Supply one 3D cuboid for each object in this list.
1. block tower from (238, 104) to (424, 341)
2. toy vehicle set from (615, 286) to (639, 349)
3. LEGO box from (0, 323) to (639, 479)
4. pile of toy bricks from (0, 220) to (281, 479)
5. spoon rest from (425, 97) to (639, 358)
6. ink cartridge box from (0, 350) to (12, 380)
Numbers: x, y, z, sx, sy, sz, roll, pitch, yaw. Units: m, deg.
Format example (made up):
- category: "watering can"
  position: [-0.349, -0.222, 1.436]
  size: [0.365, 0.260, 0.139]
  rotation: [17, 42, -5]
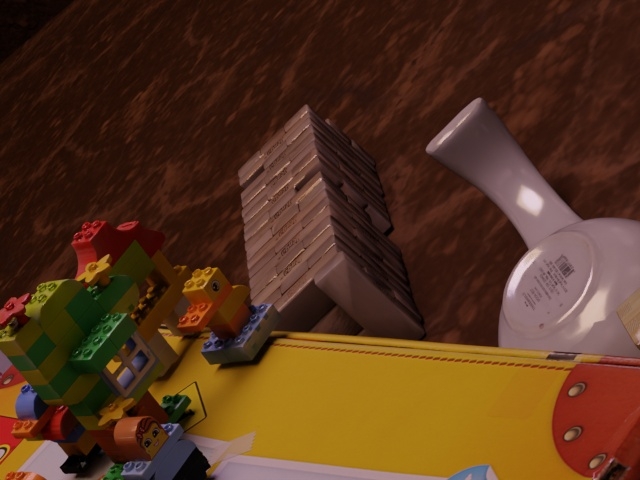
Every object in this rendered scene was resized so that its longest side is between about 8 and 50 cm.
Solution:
- category: "block tower"
  position: [0.000, 0.000, 1.394]
  size: [0.097, 0.091, 0.335]
  rotation: [-45, 21, 13]
- category: "toy vehicle set"
  position: [0.280, -0.001, 0.732]
  size: [0.267, 0.166, 0.035]
  rotation: [-43, 22, 14]
- category: "LEGO box"
  position: [-0.061, 0.233, 0.797]
  size: [0.500, 0.193, 0.372]
  rotation: [1, 43, 52]
- category: "pile of toy bricks"
  position: [-0.110, 0.061, 0.804]
  size: [0.118, 0.105, 0.212]
  rotation: [-9, 35, 44]
- category: "spoon rest"
  position: [0.151, 0.009, 1.124]
  size: [0.137, 0.084, 0.276]
  rotation: [-44, 35, 15]
- category: "ink cartridge box"
  position: [-0.224, 0.206, 1.296]
  size: [0.092, 0.219, 0.160]
  rotation: [-22, 33, 49]
